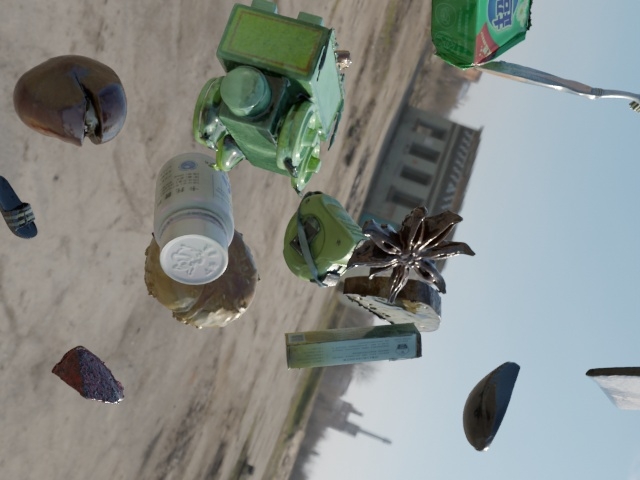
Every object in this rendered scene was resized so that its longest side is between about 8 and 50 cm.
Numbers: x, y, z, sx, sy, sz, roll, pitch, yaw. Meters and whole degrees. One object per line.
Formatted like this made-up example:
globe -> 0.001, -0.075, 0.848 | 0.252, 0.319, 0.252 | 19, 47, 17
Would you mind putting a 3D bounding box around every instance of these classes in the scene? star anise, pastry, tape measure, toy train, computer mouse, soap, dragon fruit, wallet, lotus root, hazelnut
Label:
star anise -> 0.097, 0.009, 0.740 | 0.042, 0.141, 0.141 | -98, -161, -45
pastry -> -0.314, 0.084, 1.765 | 0.184, 0.315, 0.285 | -21, -131, 43
tape measure -> 0.000, 0.000, 1.375 | 0.106, 0.200, 0.175 | 13, 122, -47
toy train -> -0.060, -0.177, 0.908 | 0.272, 0.159, 0.188 | 59, 49, -78
computer mouse -> 0.392, 0.380, 1.622 | 0.269, 0.086, 0.138 | -44, 159, -52
soap -> 0.236, -0.405, 1.006 | 0.218, 0.098, 0.273 | -34, 137, -28
dragon fruit -> -0.401, 0.246, 1.194 | 0.131, 0.063, 0.097 | 44, 24, -60
wallet -> 0.487, 0.223, 1.034 | 0.244, 0.124, 0.025 | 34, 55, -50
lotus root -> 0.196, 0.146, 1.626 | 0.170, 0.260, 0.074 | -12, -124, 40
hazelnut -> -0.589, -0.325, 1.625 | 0.217, 0.251, 0.217 | 176, -90, -66

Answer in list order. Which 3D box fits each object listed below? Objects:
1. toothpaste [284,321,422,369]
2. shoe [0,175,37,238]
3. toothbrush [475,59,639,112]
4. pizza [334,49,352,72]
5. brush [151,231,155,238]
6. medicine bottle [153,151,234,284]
toothpaste -> 0.075, 0.240, 1.587 | 0.089, 0.312, 0.071 | -116, -158, -76
shoe -> -0.760, -0.084, 1.717 | 0.179, 0.049, 0.071 | 65, 30, -18
toothbrush -> 0.428, -0.261, 1.169 | 0.037, 0.375, 0.028 | 128, -33, -57
pizza -> -0.039, -0.314, 1.360 | 0.185, 0.052, 0.195 | -19, 170, -24
brush -> -0.349, 0.007, 1.520 | 0.024, 0.083, 0.008 | -34, 149, -26
medicine bottle -> -0.272, -0.049, 1.474 | 0.293, 0.170, 0.170 | -103, -155, -50
